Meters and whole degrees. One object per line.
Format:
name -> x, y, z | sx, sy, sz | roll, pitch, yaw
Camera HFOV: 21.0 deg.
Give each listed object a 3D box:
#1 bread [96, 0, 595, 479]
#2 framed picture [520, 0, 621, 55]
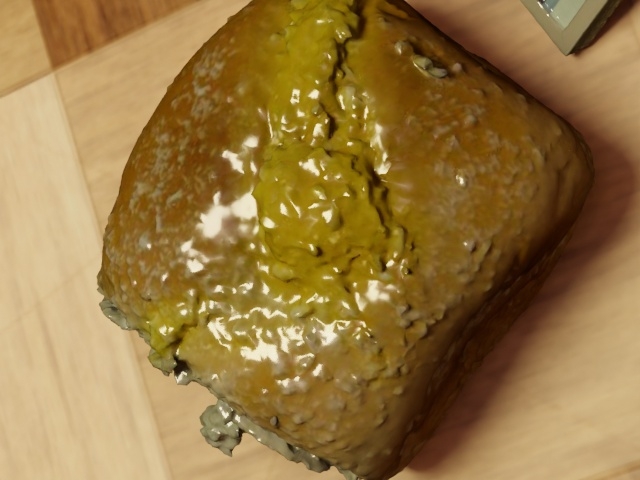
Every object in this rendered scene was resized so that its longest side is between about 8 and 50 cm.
bread -> 0.000, 0.000, 0.864 | 0.195, 0.176, 0.246 | 37, 100, 24
framed picture -> 0.126, -0.207, 0.847 | 0.150, 0.015, 0.203 | 54, 143, 16
